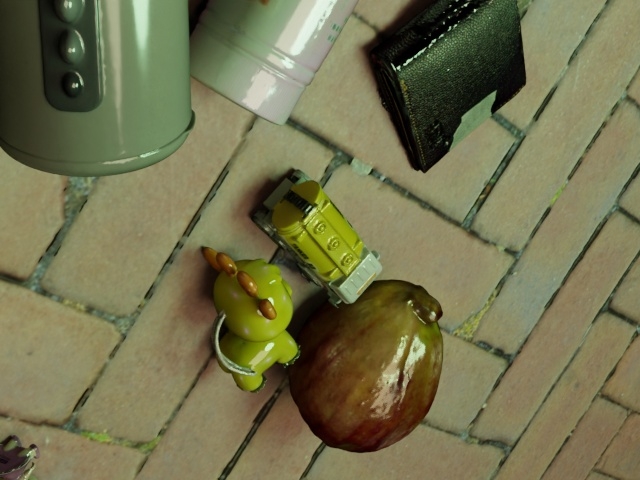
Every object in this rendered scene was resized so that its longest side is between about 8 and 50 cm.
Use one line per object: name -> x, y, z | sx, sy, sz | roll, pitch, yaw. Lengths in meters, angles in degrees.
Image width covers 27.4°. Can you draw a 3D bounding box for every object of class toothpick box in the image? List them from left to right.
toothpick box -> -0.235, -0.237, 1.306 | 0.229, 0.229, 0.316 | -21, 130, -32

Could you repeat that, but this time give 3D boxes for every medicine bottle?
medicine bottle -> -0.042, -0.275, 1.513 | 0.152, 0.152, 0.254 | 24, 100, -49

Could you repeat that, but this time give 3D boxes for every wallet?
wallet -> 0.188, -0.235, 1.827 | 0.221, 0.071, 0.262 | -43, 145, -13

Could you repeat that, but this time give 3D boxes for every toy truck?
toy truck -> 0.000, 0.000, 1.777 | 0.098, 0.114, 0.227 | -48, 140, -6

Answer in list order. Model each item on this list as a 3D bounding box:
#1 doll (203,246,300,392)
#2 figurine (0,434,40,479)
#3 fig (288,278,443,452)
doll -> -0.098, 0.096, 1.752 | 0.135, 0.143, 0.221 | -35, 147, -17
figurine -> -0.395, 0.342, 1.664 | 0.115, 0.095, 0.156 | -35, 134, -37
fig -> 0.073, 0.177, 1.905 | 0.224, 0.224, 0.263 | 18, 93, -48
